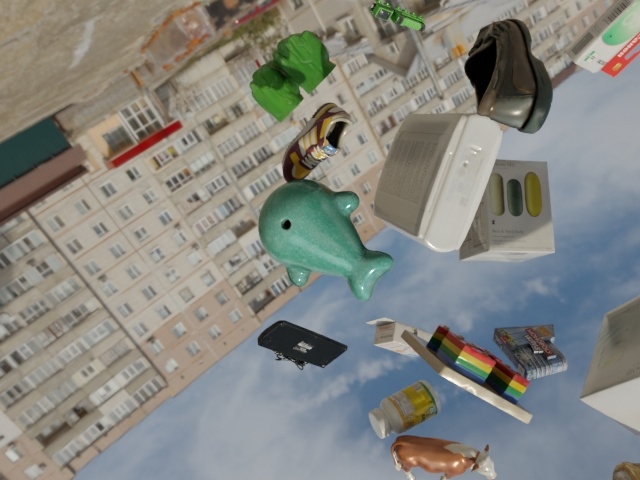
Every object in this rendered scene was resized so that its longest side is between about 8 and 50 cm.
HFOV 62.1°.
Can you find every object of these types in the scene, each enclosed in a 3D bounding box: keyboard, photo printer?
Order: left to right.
[{"bbox_3d":[-0.042,0.192,0.997,0.100,0.192,0.038,-40,-136,20],"label":"keyboard"},{"bbox_3d":[0.213,-0.130,1.071,0.307,0.107,0.256,-140,-113,-72],"label":"photo printer"}]

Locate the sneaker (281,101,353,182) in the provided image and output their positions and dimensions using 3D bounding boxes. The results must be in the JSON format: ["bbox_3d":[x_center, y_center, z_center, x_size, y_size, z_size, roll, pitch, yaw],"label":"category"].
[{"bbox_3d":[-0.009,-0.181,1.049,0.185,0.069,0.084,-57,-140,17],"label":"sneaker"}]

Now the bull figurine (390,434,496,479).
[{"bbox_3d":[0.360,0.658,1.595,0.310,0.188,0.101,12,-137,5],"label":"bull figurine"}]

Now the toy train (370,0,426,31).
[{"bbox_3d":[0.095,-0.268,0.639,0.017,0.083,0.024,-56,-135,38],"label":"toy train"}]

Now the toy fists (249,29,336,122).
[{"bbox_3d":[-0.081,-0.433,1.386,0.279,0.142,0.096,-30,-158,50],"label":"toy fists"}]

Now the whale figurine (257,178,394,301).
[{"bbox_3d":[0.000,0.000,0.994,0.216,0.272,0.141,-54,163,12],"label":"whale figurine"}]

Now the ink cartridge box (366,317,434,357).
[{"bbox_3d":[0.226,0.280,1.523,0.104,0.181,0.062,-32,-138,58],"label":"ink cartridge box"}]

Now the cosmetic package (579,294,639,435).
[{"bbox_3d":[0.637,0.218,1.000,0.225,0.138,0.224,-56,174,-31],"label":"cosmetic package"}]

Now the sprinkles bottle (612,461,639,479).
[{"bbox_3d":[0.750,0.474,0.992,0.355,0.121,0.121,-2,-157,1],"label":"sprinkles bottle"}]

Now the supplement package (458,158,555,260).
[{"bbox_3d":[0.528,-0.080,1.546,0.199,0.263,0.198,1,169,-9],"label":"supplement package"}]

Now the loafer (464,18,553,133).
[{"bbox_3d":[0.236,-0.238,0.720,0.084,0.096,0.267,6,-140,-3],"label":"loafer"}]

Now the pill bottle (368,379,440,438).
[{"bbox_3d":[0.262,0.535,1.672,0.208,0.118,0.117,-21,-164,-18],"label":"pill bottle"}]

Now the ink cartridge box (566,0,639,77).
[{"bbox_3d":[0.751,-0.490,1.316,0.181,0.224,0.056,-50,-138,39],"label":"ink cartridge box"}]

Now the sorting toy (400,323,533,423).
[{"bbox_3d":[0.356,0.291,1.273,0.089,0.257,0.255,-59,-167,2],"label":"sorting toy"}]

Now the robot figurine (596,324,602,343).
[{"bbox_3d":[0.952,0.311,1.512,0.300,0.200,0.353,11,-124,40],"label":"robot figurine"}]

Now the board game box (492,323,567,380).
[{"bbox_3d":[0.695,0.343,1.713,0.194,0.060,0.194,-12,-147,-12],"label":"board game box"}]
